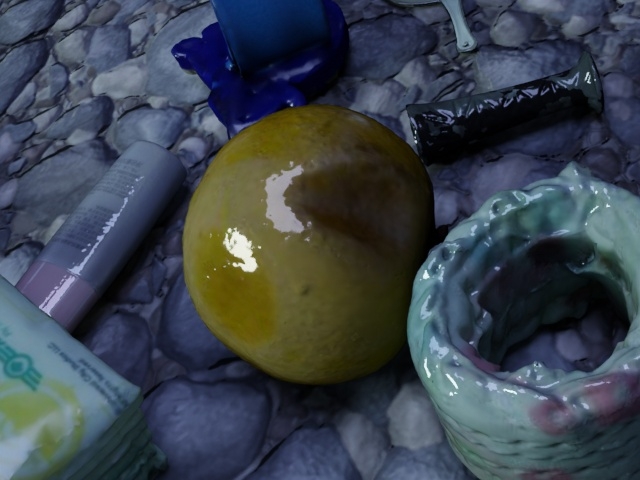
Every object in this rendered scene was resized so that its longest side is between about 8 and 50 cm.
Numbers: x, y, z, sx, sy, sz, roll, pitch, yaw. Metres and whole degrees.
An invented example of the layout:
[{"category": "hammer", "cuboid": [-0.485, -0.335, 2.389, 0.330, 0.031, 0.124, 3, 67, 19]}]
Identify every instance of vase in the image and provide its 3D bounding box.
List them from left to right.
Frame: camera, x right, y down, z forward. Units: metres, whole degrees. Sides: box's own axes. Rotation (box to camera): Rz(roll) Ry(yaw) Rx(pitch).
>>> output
[{"category": "vase", "cuboid": [0.162, -0.116, 0.932, 0.167, 0.059, 0.059, -17, 49, 5]}]

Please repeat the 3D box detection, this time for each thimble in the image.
[{"category": "thimble", "cuboid": [0.165, 0.062, 0.725, 0.185, 0.149, 0.211, 7, 55, 26]}]

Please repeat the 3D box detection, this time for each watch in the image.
[{"category": "watch", "cuboid": [-0.063, -0.229, 1.010, 0.171, 0.200, 0.196, -27, 45, -8]}]

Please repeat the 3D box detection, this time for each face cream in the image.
[{"category": "face cream", "cuboid": [-0.200, -0.002, 0.964, 0.084, 0.057, 0.198, 13, 59, 38]}]

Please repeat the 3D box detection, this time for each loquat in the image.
[{"category": "loquat", "cuboid": [-0.001, 0.002, 0.800, 0.213, 0.213, 0.213, -10, 50, 11]}]

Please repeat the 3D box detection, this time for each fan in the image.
[{"category": "fan", "cuboid": [0.131, -0.264, 1.096, 0.152, 0.008, 0.227, -15, 48, 5]}]

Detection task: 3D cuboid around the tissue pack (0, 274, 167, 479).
[{"category": "tissue pack", "cuboid": [-0.344, 0.188, 0.762, 0.287, 0.162, 0.388, 33, 61, 30]}]
